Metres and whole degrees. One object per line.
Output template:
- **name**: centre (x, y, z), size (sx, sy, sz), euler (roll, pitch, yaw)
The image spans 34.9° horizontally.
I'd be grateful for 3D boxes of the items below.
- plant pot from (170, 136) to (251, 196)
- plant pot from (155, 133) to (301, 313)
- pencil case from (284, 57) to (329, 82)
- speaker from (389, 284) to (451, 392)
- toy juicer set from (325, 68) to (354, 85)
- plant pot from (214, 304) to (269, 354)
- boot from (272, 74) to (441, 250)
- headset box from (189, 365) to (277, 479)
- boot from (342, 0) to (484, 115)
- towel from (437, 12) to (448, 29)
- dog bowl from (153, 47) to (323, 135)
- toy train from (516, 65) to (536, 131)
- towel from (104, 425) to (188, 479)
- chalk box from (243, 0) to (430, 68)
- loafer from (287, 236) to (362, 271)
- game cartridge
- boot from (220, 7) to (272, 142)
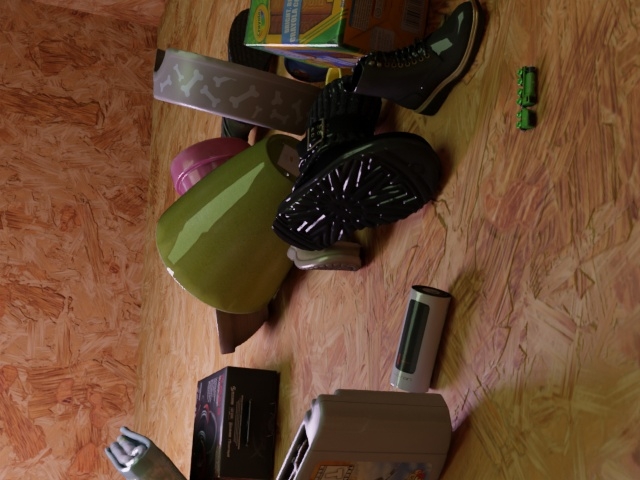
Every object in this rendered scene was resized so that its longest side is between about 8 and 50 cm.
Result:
- **plant pot**: centre (-0.228, -0.111, 2.352), size (0.201, 0.201, 0.180), euler (-55, 48, 53)
- **plant pot**: centre (-0.122, -0.056, 1.935), size (0.293, 0.275, 0.274), euler (-47, 35, 34)
- **pencil case**: centre (-0.009, -0.455, 1.928), size (0.133, 0.119, 0.306), euler (82, -173, -67)
- **speaker**: centre (0.132, 0.131, 1.348), size (0.055, 0.055, 0.136), euler (-139, 60, -69)
- **toy juicer set**: centre (0.050, -0.418, 1.744), size (0.209, 0.089, 0.329), euler (134, 136, -58)
- **plant pot**: centre (-0.168, 0.113, 2.117), size (0.237, 0.110, 0.237), euler (174, 90, -84)
- **boot**: centre (0.067, -0.149, 1.559), size (0.348, 0.131, 0.260), euler (-22, 39, 47)
- **headset box**: centre (-0.175, 0.377, 2.063), size (0.293, 0.110, 0.218), euler (145, 130, -66)
- **boot**: centre (0.127, -0.257, 1.405), size (0.198, 0.137, 0.077), euler (118, 154, -42)
- **towel**: centre (0.166, -0.285, 1.484), size (0.060, 0.009, 0.083), euler (-81, 12, -45)
- **dog bowl**: centre (-0.169, -0.290, 2.009), size (0.349, 0.349, 0.102), euler (-150, 73, -71)
- **toy train**: centre (0.244, -0.169, 1.206), size (0.024, 0.017, 0.083), euler (-18, 64, 59)
- **towel**: centre (-0.294, 0.529, 2.097), size (0.090, 0.320, 0.374), euler (-45, 11, -14)
- **chalk box**: centre (0.007, -0.370, 1.590), size (0.289, 0.179, 0.180), euler (11, 92, 46)
- **loafer**: centre (0.000, 0.000, 1.727), size (0.268, 0.102, 0.092), euler (-166, 79, -72)
- **game cartridge**: centre (0.046, 0.306, 1.294), size (0.062, 0.198, 0.297), euler (-103, 27, -49)
- **boot**: centre (-0.190, -0.372, 2.443), size (0.222, 0.118, 0.338), euler (119, 163, -61)
